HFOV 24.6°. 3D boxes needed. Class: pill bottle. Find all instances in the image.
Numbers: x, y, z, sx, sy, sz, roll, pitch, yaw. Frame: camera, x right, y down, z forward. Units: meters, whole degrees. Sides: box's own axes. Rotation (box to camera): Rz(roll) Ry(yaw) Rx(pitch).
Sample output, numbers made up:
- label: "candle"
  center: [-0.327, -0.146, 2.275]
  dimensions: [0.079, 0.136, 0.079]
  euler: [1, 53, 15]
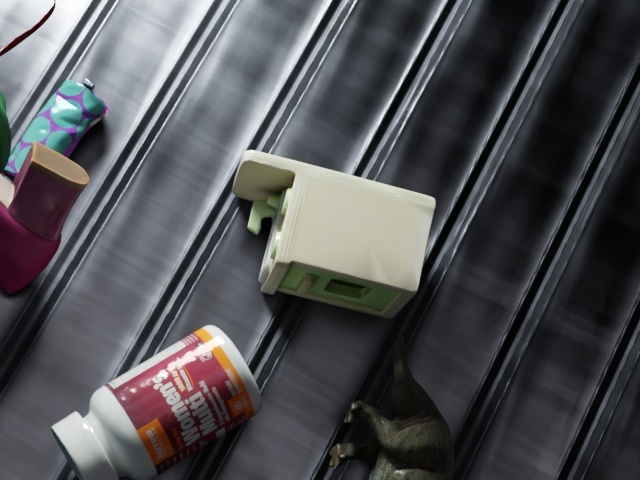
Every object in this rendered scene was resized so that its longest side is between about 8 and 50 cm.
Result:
- label: "pill bottle"
  center: [-0.188, 0.200, 1.685]
  dimensions: [0.221, 0.121, 0.121]
  euler: [-31, 81, -16]

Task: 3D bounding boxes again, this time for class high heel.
- label: "high heel"
  center: [-0.464, -0.081, 1.667]
  dimensions: [0.377, 0.127, 0.181]
  euler: [30, 109, -11]

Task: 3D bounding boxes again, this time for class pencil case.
- label: "pencil case"
  center: [-0.320, -0.124, 1.784]
  dimensions: [0.070, 0.064, 0.152]
  euler: [28, 72, 13]

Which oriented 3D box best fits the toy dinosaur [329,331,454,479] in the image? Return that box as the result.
- label: "toy dinosaur"
  center: [0.097, 0.273, 1.731]
  dimensions: [0.160, 0.121, 0.314]
  euler: [10, 68, -19]

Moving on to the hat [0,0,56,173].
- label: "hat"
  center: [-0.422, -0.173, 1.798]
  dimensions: [0.208, 0.183, 0.173]
  euler: [-8, 116, 16]

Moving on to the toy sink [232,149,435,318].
- label: "toy sink"
  center: [0.000, 0.000, 1.756]
  dimensions: [0.234, 0.153, 0.131]
  euler: [15, 73, -6]
